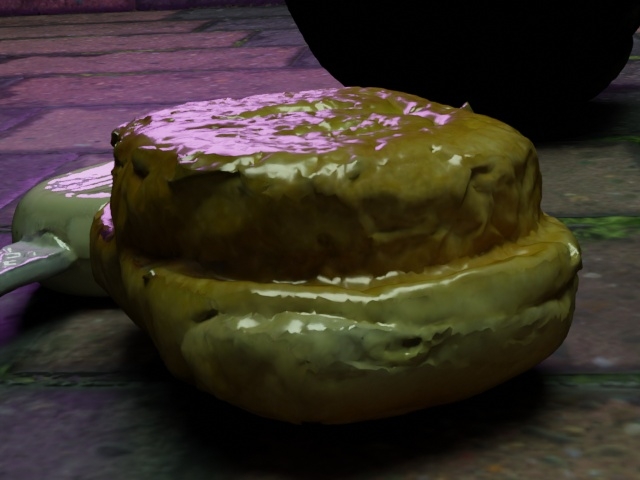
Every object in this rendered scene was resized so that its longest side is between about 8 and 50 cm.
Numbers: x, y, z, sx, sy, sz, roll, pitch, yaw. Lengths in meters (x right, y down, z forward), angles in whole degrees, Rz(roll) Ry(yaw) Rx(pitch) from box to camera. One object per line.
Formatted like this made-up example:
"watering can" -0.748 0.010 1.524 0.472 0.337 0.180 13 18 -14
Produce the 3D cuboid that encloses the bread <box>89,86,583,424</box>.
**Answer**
"bread" 0.003 0.000 0.491 0.198 0.120 0.236 -9 19 -26

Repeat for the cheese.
"cheese" -0.133 -0.001 0.613 0.137 0.064 0.227 4 17 33

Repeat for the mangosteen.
"mangosteen" 0.165 -0.291 1.032 0.382 0.382 0.435 8 4 32
